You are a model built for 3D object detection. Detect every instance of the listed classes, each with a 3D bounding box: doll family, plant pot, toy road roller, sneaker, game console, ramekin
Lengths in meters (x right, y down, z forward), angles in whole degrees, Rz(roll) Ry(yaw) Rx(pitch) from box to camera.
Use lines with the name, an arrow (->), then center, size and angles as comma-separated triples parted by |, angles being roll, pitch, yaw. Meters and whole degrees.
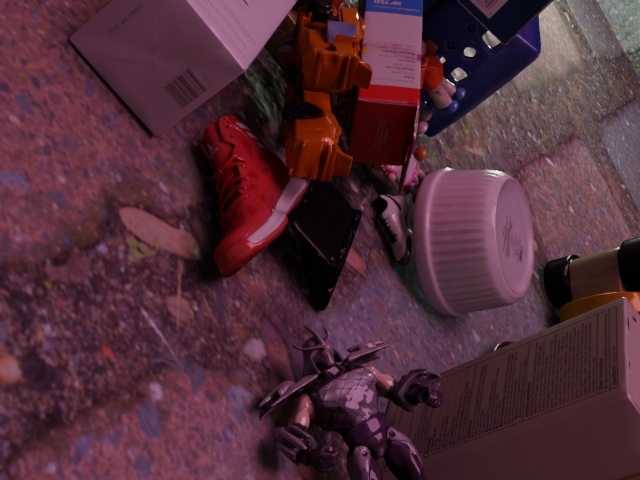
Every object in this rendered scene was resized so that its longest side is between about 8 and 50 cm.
doll family -> 0.097, -0.179, 1.419 | 0.163, 0.118, 0.263 | 44, 52, -37
plant pot -> 0.186, -0.347, 1.554 | 0.212, 0.236, 0.236 | 36, 38, -25
toy road roller -> 0.543, 0.149, 1.721 | 0.329, 0.202, 0.241 | 19, 62, -42
sneaker -> 0.097, -0.015, 1.337 | 0.043, 0.040, 0.109 | 12, 51, -33
game console -> 0.000, 0.000, 1.151 | 0.071, 0.107, 0.122 | 21, 37, 3
sneaker -> -0.097, -0.052, 1.046 | 0.128, 0.087, 0.221 | 46, 20, -9
ramekin -> 0.216, -0.001, 1.364 | 0.207, 0.109, 0.207 | 17, 70, -59

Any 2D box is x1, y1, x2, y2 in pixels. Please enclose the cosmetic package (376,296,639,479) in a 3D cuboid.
cosmetic package -> 0.214, 0.199, 1.064 | 0.113, 0.309, 0.160 | 49, 34, -19

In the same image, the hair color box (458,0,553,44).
hair color box -> 0.272, -0.434, 1.446 | 0.174, 0.105, 0.347 | 42, 36, -8

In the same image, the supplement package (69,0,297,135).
supplement package -> -0.132, -0.246, 1.073 | 0.134, 0.139, 0.244 | 49, 32, -17

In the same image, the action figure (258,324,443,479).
action figure -> 0.057, 0.205, 0.977 | 0.185, 0.099, 0.285 | -25, 77, -22

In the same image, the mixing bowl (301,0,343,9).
mixing bowl -> -0.014, -0.384, 1.331 | 0.181, 0.098, 0.181 | 52, 0, 0

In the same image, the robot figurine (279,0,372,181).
robot figurine -> 0.003, -0.189, 1.147 | 0.085, 0.211, 0.291 | 11, 28, -6

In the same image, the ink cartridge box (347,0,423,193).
ink cartridge box -> 0.081, -0.190, 1.262 | 0.134, 0.078, 0.231 | 97, -2, -60

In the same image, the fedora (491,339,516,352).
fedora -> 0.337, 0.254, 1.385 | 0.243, 0.124, 0.275 | 27, 44, -43

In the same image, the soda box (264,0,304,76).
soda box -> -0.044, -0.278, 1.312 | 0.181, 0.058, 0.061 | 51, 31, -16
